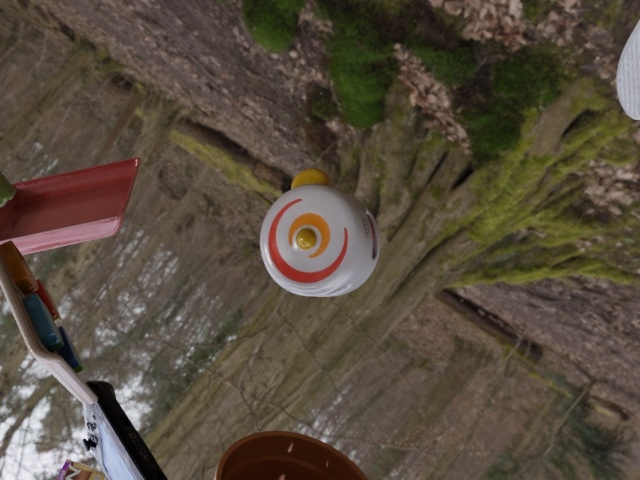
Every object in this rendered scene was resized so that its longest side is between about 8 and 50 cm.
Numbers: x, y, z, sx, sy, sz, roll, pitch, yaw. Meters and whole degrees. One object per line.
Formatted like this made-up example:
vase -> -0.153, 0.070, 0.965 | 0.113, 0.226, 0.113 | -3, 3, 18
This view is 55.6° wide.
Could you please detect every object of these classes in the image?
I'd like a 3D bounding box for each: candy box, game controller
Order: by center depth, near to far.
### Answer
game controller -> -0.244, 0.329, 0.815 | 0.067, 0.166, 0.319 | -27, -132, -30
candy box -> -0.611, 0.635, 1.463 | 0.109, 0.186, 0.053 | 4, 148, 33

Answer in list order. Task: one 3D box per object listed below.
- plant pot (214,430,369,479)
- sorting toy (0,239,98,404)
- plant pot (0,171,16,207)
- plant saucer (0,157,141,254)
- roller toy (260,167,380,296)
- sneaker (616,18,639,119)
plant pot -> -0.065, 0.508, 1.059 | 0.291, 0.203, 0.291 | 17, -159, -7
sorting toy -> -0.337, 0.088, 0.729 | 0.208, 0.038, 0.193 | 50, 158, 20
plant pot -> -0.394, -0.066, 0.688 | 0.079, 0.083, 0.083 | 48, -176, -17
plant saucer -> -0.443, -0.053, 1.048 | 0.258, 0.259, 0.047 | -107, 6, -61
roller toy -> 0.000, 0.000, 1.056 | 0.191, 0.209, 0.146 | 34, -172, 20
sneaker -> 0.471, -0.273, 0.673 | 0.366, 0.150, 0.135 | 86, 169, -73
